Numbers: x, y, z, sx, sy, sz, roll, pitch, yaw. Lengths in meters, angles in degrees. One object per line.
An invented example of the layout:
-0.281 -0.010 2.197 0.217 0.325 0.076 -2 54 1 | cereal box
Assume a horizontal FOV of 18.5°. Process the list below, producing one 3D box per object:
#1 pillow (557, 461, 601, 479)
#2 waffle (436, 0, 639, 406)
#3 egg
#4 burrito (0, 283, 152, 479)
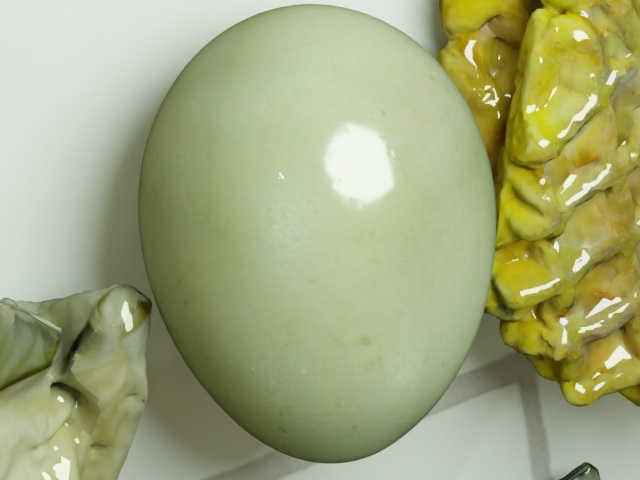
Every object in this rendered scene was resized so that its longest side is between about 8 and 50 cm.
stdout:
0.124 0.271 1.305 0.208 0.052 0.212 -28 122 -4 | pillow
0.194 -0.059 1.135 0.261 0.151 0.324 -8 112 -17 | waffle
0.000 0.000 1.041 0.188 0.188 0.254 -17 116 -18 | egg
-0.199 0.170 1.058 0.190 0.135 0.332 -4 111 -34 | burrito
